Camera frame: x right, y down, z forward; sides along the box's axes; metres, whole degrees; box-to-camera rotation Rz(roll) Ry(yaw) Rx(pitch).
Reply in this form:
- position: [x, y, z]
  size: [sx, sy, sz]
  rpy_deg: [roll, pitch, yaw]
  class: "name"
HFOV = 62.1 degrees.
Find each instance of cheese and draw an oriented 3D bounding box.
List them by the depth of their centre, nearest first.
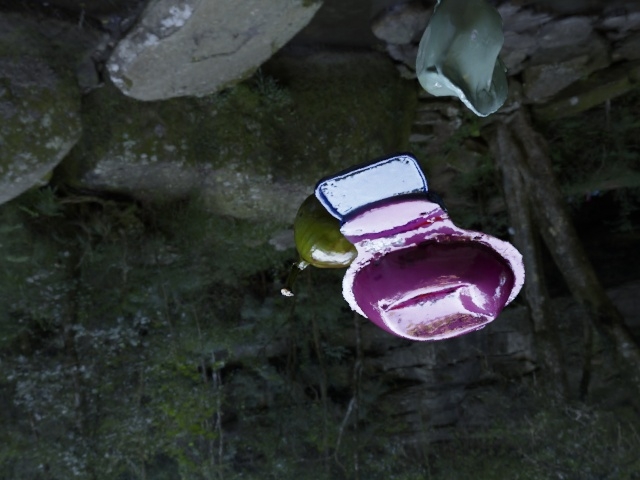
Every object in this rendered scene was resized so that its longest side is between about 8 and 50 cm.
- position: [0.079, 0.018, 0.432]
  size: [0.155, 0.244, 0.062]
  rpy_deg: [-18, -133, 21]
  class: "cheese"

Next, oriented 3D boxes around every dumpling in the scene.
- position: [0.328, -0.448, 1.259]
  size: [0.212, 0.320, 0.270]
  rpy_deg: [19, 173, 33]
  class: "dumpling"

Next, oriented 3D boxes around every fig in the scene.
- position: [0.015, -0.001, 0.974]
  size: [0.142, 0.147, 0.186]
  rpy_deg: [9, 138, -29]
  class: "fig"
